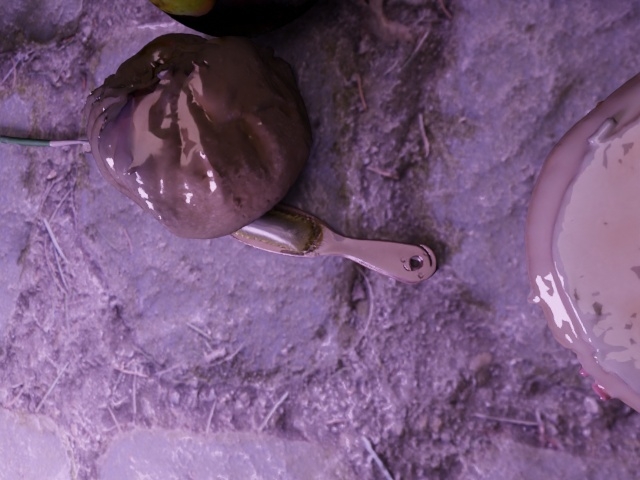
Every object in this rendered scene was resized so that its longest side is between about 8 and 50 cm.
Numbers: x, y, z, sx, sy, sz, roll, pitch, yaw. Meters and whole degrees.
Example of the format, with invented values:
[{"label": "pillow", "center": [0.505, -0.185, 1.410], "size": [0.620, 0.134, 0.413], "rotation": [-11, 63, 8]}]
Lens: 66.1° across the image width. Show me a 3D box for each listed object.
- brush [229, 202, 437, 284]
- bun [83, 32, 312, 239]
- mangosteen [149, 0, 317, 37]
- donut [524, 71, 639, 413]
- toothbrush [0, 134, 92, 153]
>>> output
[{"label": "brush", "center": [-0.001, 0.002, 0.661], "size": [0.313, 0.067, 0.072], "rotation": [16, 96, 18]}, {"label": "bun", "center": [-0.161, -0.142, 0.618], "size": [0.282, 0.205, 0.281], "rotation": [-9, 65, 21]}, {"label": "mangosteen", "center": [-0.117, -0.382, 0.541], "size": [0.306, 0.359, 0.306], "rotation": [8, 122, 13]}, {"label": "donut", "center": [0.397, 0.004, 0.467], "size": [0.383, 0.142, 0.382], "rotation": [1, 92, 22]}, {"label": "toothbrush", "center": [-0.483, -0.171, 0.860], "size": [0.257, 0.018, 0.024], "rotation": [9, 101, 19]}]
